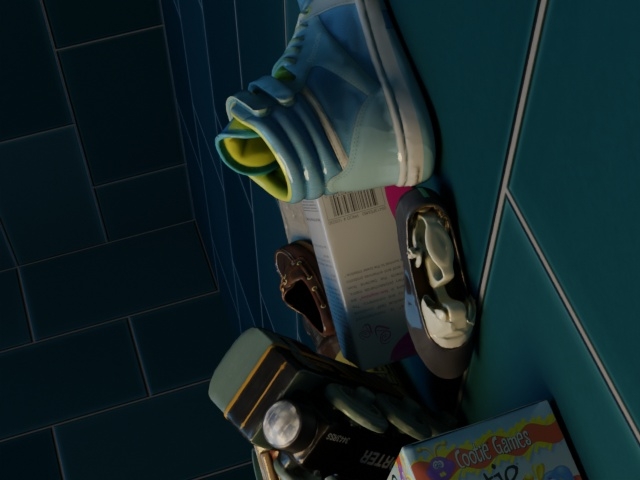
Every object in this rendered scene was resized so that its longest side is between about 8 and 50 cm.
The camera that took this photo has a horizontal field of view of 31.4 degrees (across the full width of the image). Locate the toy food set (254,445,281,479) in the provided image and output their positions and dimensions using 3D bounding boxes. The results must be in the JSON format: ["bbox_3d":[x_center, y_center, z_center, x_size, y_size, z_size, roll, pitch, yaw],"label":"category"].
[{"bbox_3d":[0.021,0.392,1.684,0.092,0.219,0.306,-16,-88,-78],"label":"toy food set"}]

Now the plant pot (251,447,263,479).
[{"bbox_3d":[0.018,0.461,1.914,0.293,0.196,0.293,164,90,-79],"label":"plant pot"}]

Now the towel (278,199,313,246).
[{"bbox_3d":[0.029,0.008,1.497,0.282,0.049,0.187,20,127,61],"label":"towel"}]

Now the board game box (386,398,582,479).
[{"bbox_3d":[0.150,0.274,1.085,0.275,0.144,0.142,96,156,-65],"label":"board game box"}]

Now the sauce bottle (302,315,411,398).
[{"bbox_3d":[0.053,0.200,1.582,0.344,0.111,0.111,-120,18,-51],"label":"sauce bottle"}]

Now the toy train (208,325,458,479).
[{"bbox_3d":[0.027,0.203,1.280,0.190,0.142,0.334,41,-170,38],"label":"toy train"}]

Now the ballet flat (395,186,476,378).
[{"bbox_3d":[0.118,0.047,1.140,0.074,0.074,0.203,-157,55,-77],"label":"ballet flat"}]

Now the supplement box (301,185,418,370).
[{"bbox_3d":[0.059,0.023,1.291,0.114,0.111,0.220,-175,70,-79],"label":"supplement box"}]

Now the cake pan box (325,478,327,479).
[{"bbox_3d":[0.095,0.410,1.441,0.246,0.070,0.267,39,-166,-39],"label":"cake pan box"}]

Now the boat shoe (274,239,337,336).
[{"bbox_3d":[-0.016,0.061,1.486,0.207,0.073,0.073,36,142,54],"label":"boat shoe"}]

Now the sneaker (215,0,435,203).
[{"bbox_3d":[-0.026,-0.177,1.181,0.127,0.208,0.319,89,163,-58],"label":"sneaker"}]
